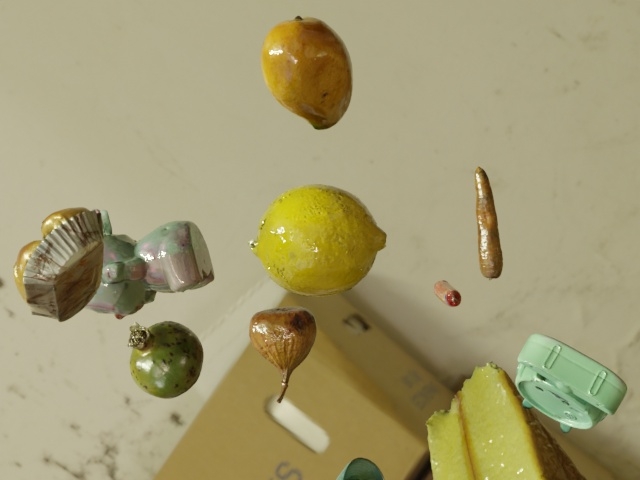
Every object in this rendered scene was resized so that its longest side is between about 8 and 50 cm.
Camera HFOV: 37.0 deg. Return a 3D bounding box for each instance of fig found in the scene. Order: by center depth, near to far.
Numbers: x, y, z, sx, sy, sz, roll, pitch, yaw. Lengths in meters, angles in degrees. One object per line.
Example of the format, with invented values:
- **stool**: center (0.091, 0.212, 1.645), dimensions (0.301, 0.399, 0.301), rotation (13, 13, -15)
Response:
- **fig**: center (-0.070, 0.240, 2.039), dimensions (0.146, 0.201, 0.134), rotation (-12, -6, 10)

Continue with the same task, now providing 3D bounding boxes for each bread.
- **bread**: center (0.267, 0.395, 1.528), dimensions (0.244, 0.362, 0.233), rotation (-1, -39, -52)

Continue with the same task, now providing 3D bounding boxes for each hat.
- **hat**: center (0.057, 0.468, 1.608), dimensions (0.078, 0.138, 0.191), rotation (24, 95, 49)

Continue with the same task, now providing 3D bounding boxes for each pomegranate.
- **pomegranate**: center (-0.243, 0.184, 1.506), dimensions (0.130, 0.130, 0.130), rotation (-56, -1, -2)

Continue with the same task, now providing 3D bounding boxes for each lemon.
- **lemon**: center (0.000, 0.000, 1.435), dimensions (0.173, 0.206, 0.174), rotation (3, -90, -76)

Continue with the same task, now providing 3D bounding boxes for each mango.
- **mango**: center (-0.009, -0.208, 1.175), dimensions (0.165, 0.089, 0.115), rotation (27, -93, -51)

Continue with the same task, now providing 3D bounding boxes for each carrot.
- **carrot**: center (0.239, -0.025, 1.370), dimensions (0.035, 0.035, 0.165), rotation (-19, -76, -88)

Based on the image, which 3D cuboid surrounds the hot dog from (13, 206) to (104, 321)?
- **hot dog**: center (-0.333, 0.038, 1.234), dimensions (0.131, 0.069, 0.253), rotation (-42, -8, -24)

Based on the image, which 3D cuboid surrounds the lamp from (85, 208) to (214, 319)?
- **lamp**: center (-0.407, 0.038, 2.081), dimensions (0.301, 0.248, 0.247), rotation (-15, 1, 7)

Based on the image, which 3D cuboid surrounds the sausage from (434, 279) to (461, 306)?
- **sausage**: center (0.226, 0.096, 1.691), dimensions (0.034, 0.034, 0.129), rotation (-56, 5, 4)

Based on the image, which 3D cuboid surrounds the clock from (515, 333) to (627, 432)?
- **clock**: center (0.235, 0.145, 0.924), dimensions (0.041, 0.101, 0.135), rotation (-55, -18, -20)
